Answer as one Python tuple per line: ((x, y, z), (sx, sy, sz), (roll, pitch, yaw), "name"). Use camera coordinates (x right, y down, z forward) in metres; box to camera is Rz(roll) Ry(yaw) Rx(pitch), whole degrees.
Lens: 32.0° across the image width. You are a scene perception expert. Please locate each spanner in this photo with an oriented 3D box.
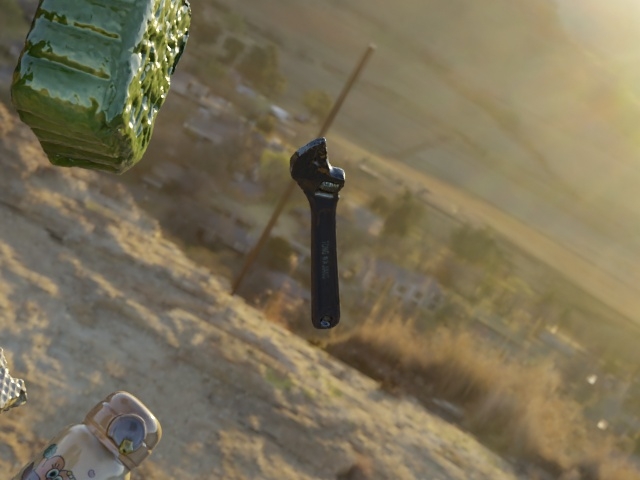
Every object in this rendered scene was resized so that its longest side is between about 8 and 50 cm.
((0.000, 0.000, 0.937), (0.046, 0.209, 0.012), (-10, 42, -9), "spanner")

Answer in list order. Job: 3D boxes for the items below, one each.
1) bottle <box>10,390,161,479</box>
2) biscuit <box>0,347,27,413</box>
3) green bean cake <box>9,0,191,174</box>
((-0.262, 0.254, 1.196), (0.097, 0.209, 0.110), (46, -16, -9), "bottle")
((-0.332, 0.121, 0.911), (0.239, 0.061, 0.108), (-28, 100, -72), "biscuit")
((-0.234, -0.203, 1.228), (0.124, 0.248, 0.222), (18, -13, 4), "green bean cake")
